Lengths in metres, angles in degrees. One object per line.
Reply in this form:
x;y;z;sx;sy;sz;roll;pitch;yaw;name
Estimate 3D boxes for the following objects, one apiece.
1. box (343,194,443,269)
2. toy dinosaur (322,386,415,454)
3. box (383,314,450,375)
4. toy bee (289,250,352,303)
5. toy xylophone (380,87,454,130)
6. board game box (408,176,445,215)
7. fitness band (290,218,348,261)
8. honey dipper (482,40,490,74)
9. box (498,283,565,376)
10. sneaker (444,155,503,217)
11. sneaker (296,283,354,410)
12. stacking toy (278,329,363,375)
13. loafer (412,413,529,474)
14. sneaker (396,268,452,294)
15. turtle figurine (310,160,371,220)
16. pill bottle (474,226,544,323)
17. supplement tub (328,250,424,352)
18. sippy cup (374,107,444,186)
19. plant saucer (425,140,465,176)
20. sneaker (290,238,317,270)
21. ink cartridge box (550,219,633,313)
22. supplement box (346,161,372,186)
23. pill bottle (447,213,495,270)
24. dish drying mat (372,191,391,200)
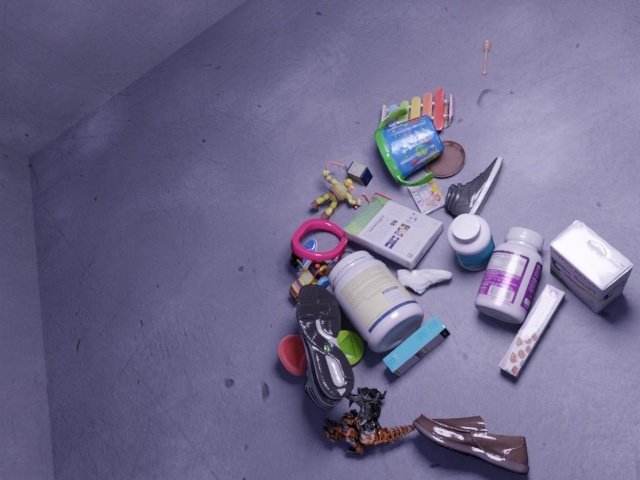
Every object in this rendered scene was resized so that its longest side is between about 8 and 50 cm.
0.285;-0.041;1.945;0.321;0.059;0.232;28;61;31;box
0.163;0.637;1.732;0.321;0.164;0.219;-2;82;5;toy dinosaur
0.343;0.376;1.756;0.244;0.100;0.060;-41;57;4;box
-0.027;0.126;1.999;0.195;0.162;0.299;28;85;28;toy bee
0.418;-0.510;2.111;0.322;0.081;0.237;-10;65;22;toy xylophone
0.431;-0.181;1.996;0.103;0.026;0.154;-29;59;12;board game box
0.000;0.000;2.001;0.208;0.054;0.291;18;32;13;fitness band
0.709;-0.782;2.124;0.030;0.030;0.161;3;74;26;honey dipper
0.702;0.301;1.640;0.063;0.067;0.324;30;84;32;box
0.579;-0.213;1.893;0.146;0.104;0.296;29;87;27;sneaker
-0.024;0.395;1.786;0.168;0.258;0.448;2;52;-21;sneaker
0.009;0.403;1.931;0.279;0.130;0.309;42;93;6;stacking toy
0.480;0.622;1.581;0.365;0.134;0.130;14;71;19;loafer
0.390;0.155;1.854;0.212;0.080;0.094;-4;78;31;sneaker
0.076;-0.183;2.100;0.269;0.087;0.217;44;112;-3;turtle figurine
0.652;0.115;1.683;0.169;0.169;0.302;18;77;30;pill bottle
0.195;0.219;1.815;0.235;0.235;0.325;-41;58;4;supplement tub
0.366;-0.383;1.985;0.223;0.240;0.306;-24;101;18;sippy cup
0.510;-0.329;2.022;0.168;0.029;0.169;-10;64;21;plant saucer
-0.073;0.051;2.101;0.058;0.084;0.152;31;84;32;sneaker
0.832;0.088;1.543;0.117;0.278;0.201;-41;57;4;ink cartridge box
0.168;-0.286;2.132;0.083;0.083;0.056;28;80;31;supplement box
0.528;0.001;1.732;0.146;0.264;0.146;-9;65;21;pill bottle
0.259;-0.176;2.087;0.083;0.008;0.032;28;82;33;dish drying mat
